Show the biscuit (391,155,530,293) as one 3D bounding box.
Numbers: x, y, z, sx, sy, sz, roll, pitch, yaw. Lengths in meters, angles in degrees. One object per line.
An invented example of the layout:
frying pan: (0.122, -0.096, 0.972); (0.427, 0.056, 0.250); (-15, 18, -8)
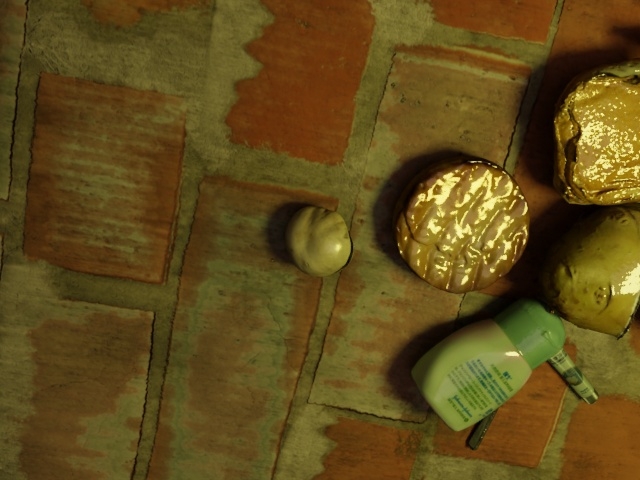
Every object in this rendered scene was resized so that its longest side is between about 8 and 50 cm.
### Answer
biscuit: (0.299, -0.036, 1.393); (0.296, 0.102, 0.296); (-1, 104, -4)

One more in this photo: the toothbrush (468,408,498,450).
toothbrush: (0.434, 0.385, 1.577); (0.030, 0.030, 0.297); (19, 104, -22)

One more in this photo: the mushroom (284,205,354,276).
mushroom: (0.000, 0.000, 1.367); (0.154, 0.122, 0.154); (12, 110, 34)

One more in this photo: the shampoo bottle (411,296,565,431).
shampoo bottle: (0.390, 0.266, 1.470); (0.349, 0.151, 0.222); (-38, 113, 7)

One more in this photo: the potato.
potato: (0.581, 0.038, 1.384); (0.196, 0.246, 0.300); (16, 79, 13)

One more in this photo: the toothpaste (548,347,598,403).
toothpaste: (0.591, 0.304, 1.565); (0.062, 0.039, 0.239); (-39, 105, 13)

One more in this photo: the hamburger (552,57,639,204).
hamburger: (0.599, -0.219, 1.331); (0.318, 0.158, 0.319); (-2, 99, -10)
